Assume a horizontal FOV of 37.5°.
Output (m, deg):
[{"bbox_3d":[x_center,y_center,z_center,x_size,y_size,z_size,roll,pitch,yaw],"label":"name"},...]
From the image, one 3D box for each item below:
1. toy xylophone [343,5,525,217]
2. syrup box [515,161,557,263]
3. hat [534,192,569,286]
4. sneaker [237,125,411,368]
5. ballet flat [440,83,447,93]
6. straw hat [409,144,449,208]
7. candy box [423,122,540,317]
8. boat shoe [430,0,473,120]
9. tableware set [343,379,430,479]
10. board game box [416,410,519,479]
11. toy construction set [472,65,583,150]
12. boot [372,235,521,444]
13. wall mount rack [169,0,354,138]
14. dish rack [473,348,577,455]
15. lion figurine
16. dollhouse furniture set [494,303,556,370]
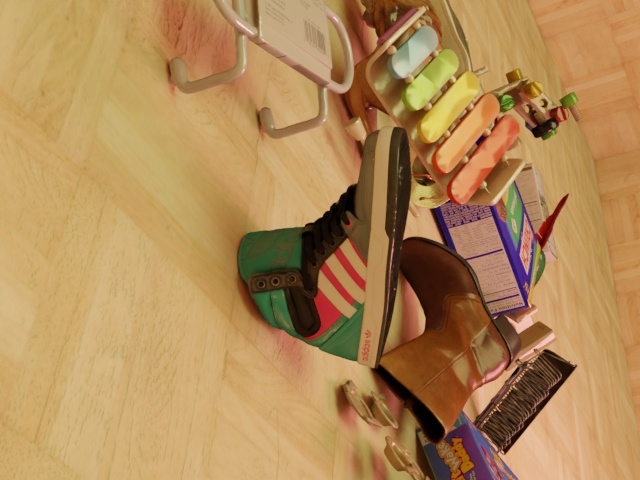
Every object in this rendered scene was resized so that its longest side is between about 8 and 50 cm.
[{"bbox_3d":[0.172,-0.176,1.436,0.323,0.081,0.236,46,59,-21],"label":"toy xylophone"},{"bbox_3d":[0.508,-0.061,2.319,0.093,0.096,0.237,32,47,-60],"label":"syrup box"},{"bbox_3d":[0.506,0.046,2.137,0.209,0.183,0.173,59,28,-31],"label":"hat"},{"bbox_3d":[0.000,0.000,1.042,0.124,0.178,0.296,-64,163,-57],"label":"sneaker"},{"bbox_3d":[0.187,-0.371,1.856,0.068,0.072,0.213,-27,101,-38],"label":"ballet flat"},{"bbox_3d":[0.181,-0.132,1.671,0.144,0.144,0.061,59,-11,-31],"label":"straw hat"},{"bbox_3d":[0.329,-0.045,1.878,0.317,0.122,0.268,67,24,-20],"label":"candy box"},{"bbox_3d":[0.263,-0.377,1.954,0.091,0.109,0.305,22,52,-56],"label":"boat shoe"},{"bbox_3d":[0.089,0.250,1.220,0.169,0.020,0.141,56,8,25],"label":"tableware set"},{"bbox_3d":[0.282,0.437,1.436,0.347,0.078,0.233,51,12,-42],"label":"board game box"},{"bbox_3d":[0.390,-0.309,2.106,0.237,0.257,0.309,59,4,-4],"label":"toy construction set"},{"bbox_3d":[0.151,0.139,1.420,0.280,0.096,0.264,-30,84,-47],"label":"boot"},{"bbox_3d":[-0.089,-0.294,1.111,0.350,0.130,0.304,19,62,-62],"label":"wall mount rack"},{"bbox_3d":[0.320,0.277,1.573,0.074,0.208,0.271,39,14,20],"label":"dish rack"},{"bbox_3d":[0.120,-0.279,1.544,0.240,0.142,0.392,54,34,-24],"label":"lion figurine"},{"bbox_3d":[0.393,0.217,1.833,0.123,0.144,0.151,64,-11,-24],"label":"dollhouse furniture set"}]
